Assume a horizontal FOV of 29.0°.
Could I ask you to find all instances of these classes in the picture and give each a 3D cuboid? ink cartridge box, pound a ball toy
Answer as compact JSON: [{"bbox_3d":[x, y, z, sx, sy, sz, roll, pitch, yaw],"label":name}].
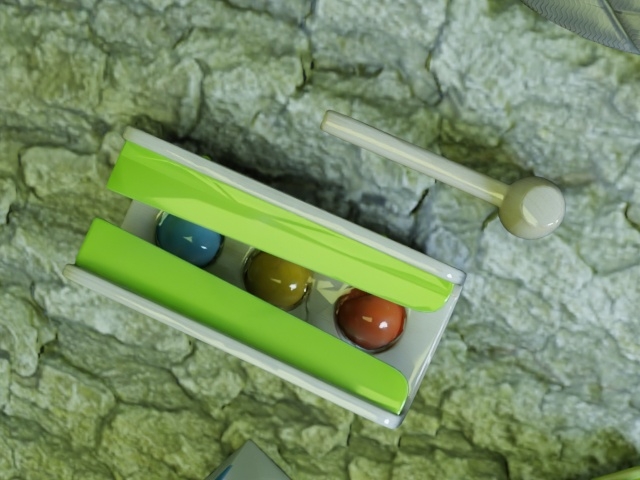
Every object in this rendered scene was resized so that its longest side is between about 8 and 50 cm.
[{"bbox_3d":[-0.114,0.264,1.065,0.060,0.104,0.180,45,116,-2],"label":"ink cartridge box"},{"bbox_3d":[0.000,0.000,0.936,0.319,0.136,0.208,23,90,9],"label":"pound a ball toy"}]

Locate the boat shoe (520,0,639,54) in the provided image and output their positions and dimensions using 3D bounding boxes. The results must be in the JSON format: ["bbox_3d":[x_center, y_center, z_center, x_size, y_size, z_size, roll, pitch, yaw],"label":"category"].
[{"bbox_3d":[0.282,-0.178,0.755,0.355,0.130,0.132,5,107,8],"label":"boat shoe"}]

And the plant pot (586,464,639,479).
[{"bbox_3d":[0.203,0.306,0.923,0.227,0.207,0.228,-23,101,24],"label":"plant pot"}]
